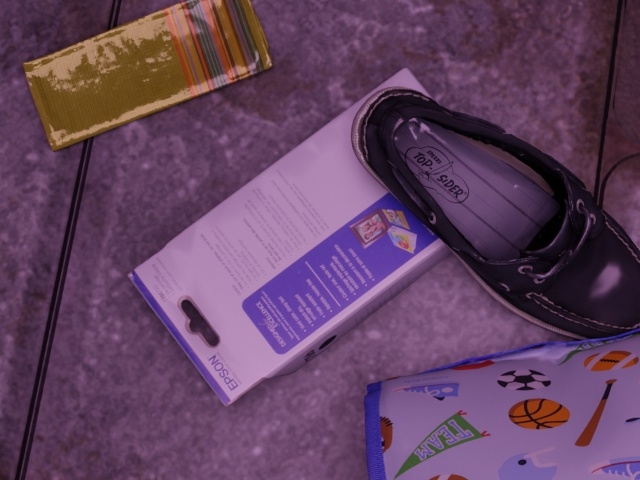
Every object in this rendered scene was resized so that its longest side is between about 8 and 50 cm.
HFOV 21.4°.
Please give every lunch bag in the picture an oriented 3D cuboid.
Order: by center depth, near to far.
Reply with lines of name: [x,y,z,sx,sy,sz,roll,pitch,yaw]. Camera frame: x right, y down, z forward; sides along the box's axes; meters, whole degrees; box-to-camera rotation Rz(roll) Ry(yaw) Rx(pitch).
lunch bag: [0.211,0.247,1.410,0.328,0.239,0.385,-12,45,4]

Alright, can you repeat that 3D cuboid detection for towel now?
towel: [-0.171,-0.175,1.678,0.237,0.021,0.102,-21,73,0]

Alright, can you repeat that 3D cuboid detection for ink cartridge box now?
ink cartridge box: [0.000,0.000,1.592,0.333,0.065,0.165,-36,76,-6]

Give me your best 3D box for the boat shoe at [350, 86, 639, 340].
boat shoe: [0.179,-0.018,1.503,0.340,0.113,0.127,42,86,-9]
